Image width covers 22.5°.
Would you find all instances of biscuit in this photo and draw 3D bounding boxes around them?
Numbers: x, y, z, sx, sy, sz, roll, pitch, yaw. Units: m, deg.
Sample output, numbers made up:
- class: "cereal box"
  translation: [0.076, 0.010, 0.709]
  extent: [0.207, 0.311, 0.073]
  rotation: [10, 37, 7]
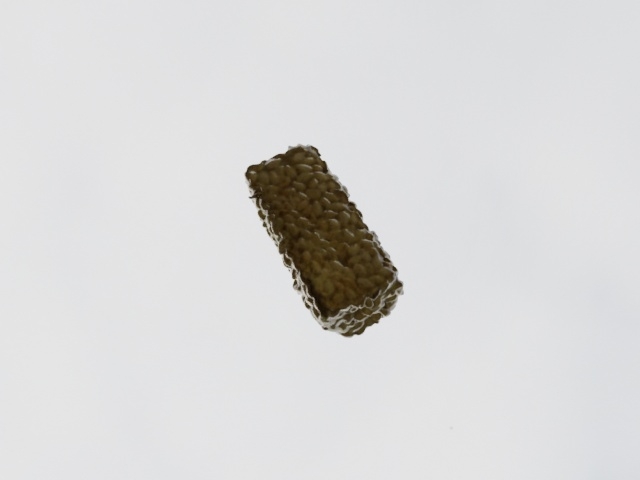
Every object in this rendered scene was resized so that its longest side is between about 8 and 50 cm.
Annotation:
- class: "biscuit"
  translation: [0.000, 0.000, 1.329]
  extent: [0.082, 0.070, 0.168]
  rotation: [-29, -118, -6]
